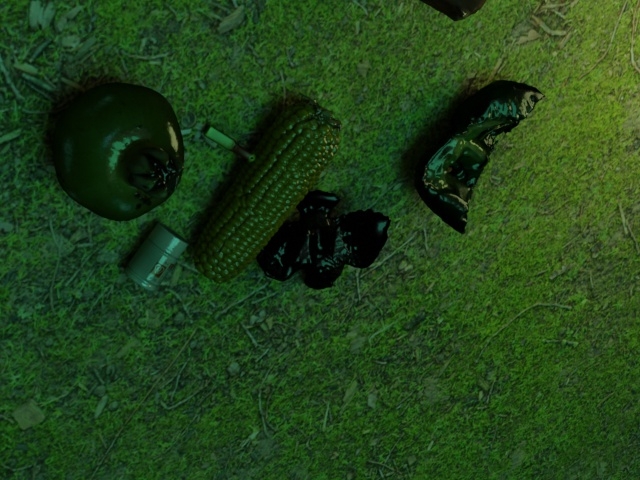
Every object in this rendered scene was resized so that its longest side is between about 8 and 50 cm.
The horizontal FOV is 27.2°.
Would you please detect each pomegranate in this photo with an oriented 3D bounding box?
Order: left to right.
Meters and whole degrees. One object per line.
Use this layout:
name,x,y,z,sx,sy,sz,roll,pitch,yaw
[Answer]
pomegranate,-0.253,-0.121,1.704,0.179,0.210,0.179,5,77,-23

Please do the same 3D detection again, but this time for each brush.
brush,-0.129,-0.138,1.896,0.083,0.021,0.019,31,96,-16

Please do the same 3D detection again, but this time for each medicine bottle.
medicine bottle,-0.238,0.025,1.910,0.057,0.057,0.089,32,94,-46

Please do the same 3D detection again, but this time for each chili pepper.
chili pepper,0.249,-0.161,2.163,0.148,0.116,0.264,37,91,-35

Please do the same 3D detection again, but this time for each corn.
corn,-0.081,-0.071,1.941,0.106,0.106,0.305,30,98,-46

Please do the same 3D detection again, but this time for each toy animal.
toy animal,0.000,0.005,2.081,0.218,0.116,0.179,-13,161,-9

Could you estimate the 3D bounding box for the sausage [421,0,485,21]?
sausage,0.163,-0.433,1.880,0.148,0.148,0.254,-39,141,-13
